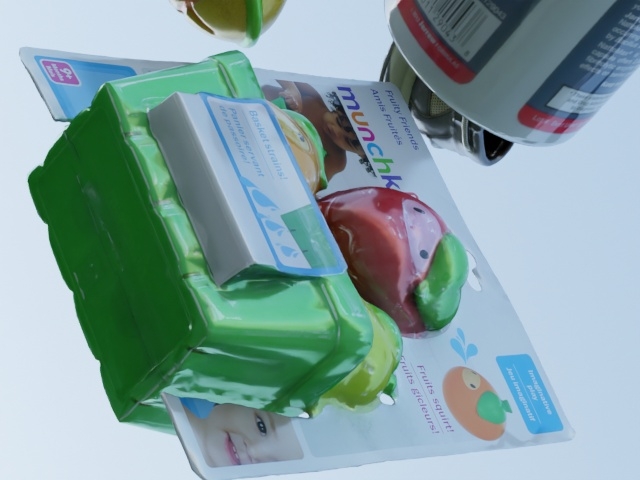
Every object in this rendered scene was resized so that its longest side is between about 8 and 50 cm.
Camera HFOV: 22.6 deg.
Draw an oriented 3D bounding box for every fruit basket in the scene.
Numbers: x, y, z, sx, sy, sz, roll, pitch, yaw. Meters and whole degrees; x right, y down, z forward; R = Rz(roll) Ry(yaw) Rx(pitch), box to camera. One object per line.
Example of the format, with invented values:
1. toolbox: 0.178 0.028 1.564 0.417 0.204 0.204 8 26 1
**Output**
1. fruit basket: 0.000 0.000 1.072 0.165 0.353 0.327 -48 -124 41

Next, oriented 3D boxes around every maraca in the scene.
1. maraca: -0.079 -0.223 1.178 0.127 0.099 0.185 99 -28 -52

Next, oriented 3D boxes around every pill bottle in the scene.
1. pill bottle: 0.117 -0.134 0.657 0.108 0.108 0.180 52 -54 15

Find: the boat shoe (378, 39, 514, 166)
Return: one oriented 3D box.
1. boat shoe: 0.152 -0.197 1.232 0.130 0.132 0.355 40 -34 19
